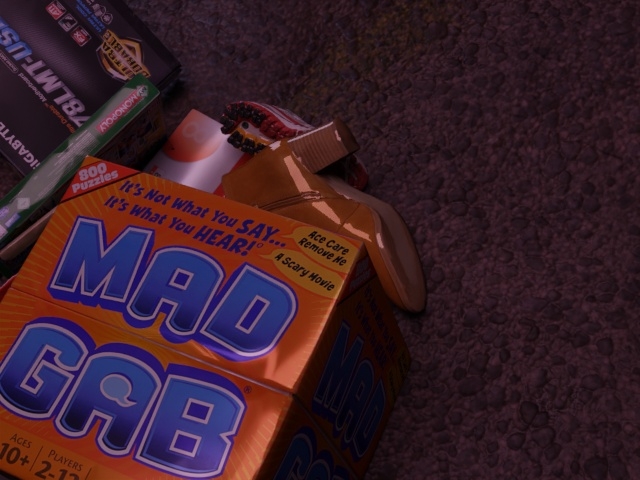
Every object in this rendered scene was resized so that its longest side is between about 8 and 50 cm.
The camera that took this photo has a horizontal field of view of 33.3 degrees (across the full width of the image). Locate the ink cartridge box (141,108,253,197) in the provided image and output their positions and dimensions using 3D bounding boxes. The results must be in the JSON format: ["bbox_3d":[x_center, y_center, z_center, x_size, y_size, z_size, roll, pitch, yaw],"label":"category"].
[{"bbox_3d":[-0.162,-0.096,1.572,0.179,0.045,0.145,29,75,28],"label":"ink cartridge box"}]

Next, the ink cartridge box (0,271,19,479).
[{"bbox_3d":[-0.371,0.208,1.320,0.385,0.308,0.091,-43,62,-10],"label":"ink cartridge box"}]

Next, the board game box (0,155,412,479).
[{"bbox_3d":[-0.144,0.177,1.248,0.357,0.356,0.356,18,70,21],"label":"board game box"}]

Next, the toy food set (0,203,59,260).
[{"bbox_3d":[-0.342,0.040,1.463,0.132,0.192,0.038,-42,57,-11],"label":"toy food set"}]

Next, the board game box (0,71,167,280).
[{"bbox_3d":[-0.346,-0.080,1.506,0.046,0.213,0.317,43,77,6],"label":"board game box"}]

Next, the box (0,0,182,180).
[{"bbox_3d":[-0.414,-0.270,1.612,0.293,0.073,0.295,-44,97,-16],"label":"box"}]

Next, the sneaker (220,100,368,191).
[{"bbox_3d":[-0.028,-0.140,1.532,0.225,0.093,0.088,32,113,8],"label":"sneaker"}]

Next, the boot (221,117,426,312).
[{"bbox_3d":[-0.001,-0.001,1.458,0.211,0.104,0.295,-29,84,25],"label":"boot"}]
